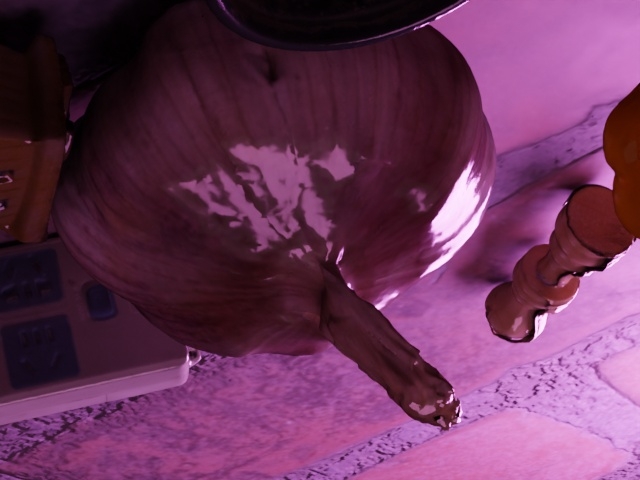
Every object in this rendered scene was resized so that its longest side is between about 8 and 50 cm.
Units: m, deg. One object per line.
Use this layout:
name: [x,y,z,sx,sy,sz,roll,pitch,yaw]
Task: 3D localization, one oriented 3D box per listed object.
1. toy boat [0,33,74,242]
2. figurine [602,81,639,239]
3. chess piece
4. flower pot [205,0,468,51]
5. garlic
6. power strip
toy boat: [-0.191,-0.048,0.942,0.121,0.089,0.321,-3,151,-16]
figurine: [0.396,-0.077,1.031,0.387,0.268,0.401,-20,168,-23]
chess piece: [0.167,0.026,1.328,0.060,0.060,0.172,-4,152,-24]
flower pot: [0.010,-0.170,0.807,0.157,0.107,0.157,-15,152,-8]
garlic: [0.000,0.000,0.977,0.245,0.253,0.245,-20,152,-12]
power strip: [-0.245,0.068,1.119,0.367,0.106,0.043,-12,157,-11]
